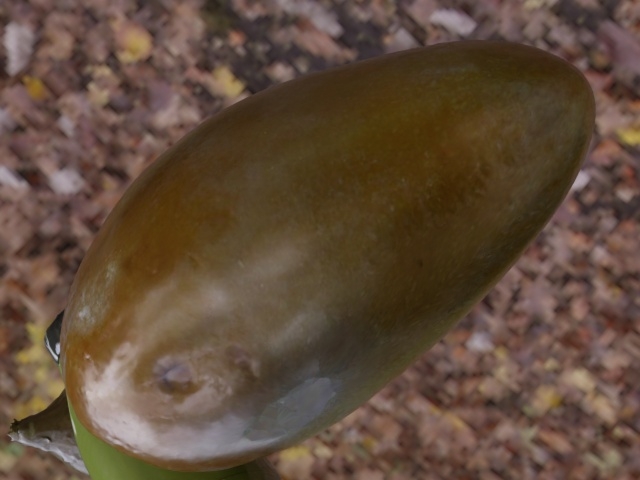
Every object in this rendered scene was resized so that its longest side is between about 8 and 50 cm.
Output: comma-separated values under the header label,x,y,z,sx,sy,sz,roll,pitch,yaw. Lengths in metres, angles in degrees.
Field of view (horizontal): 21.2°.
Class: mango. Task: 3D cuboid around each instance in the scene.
label,x,y,z,sx,sy,sz,roll,pitch,yaw
mango,0.000,0.000,1.070,0.221,0.384,0.199,38,-160,-52

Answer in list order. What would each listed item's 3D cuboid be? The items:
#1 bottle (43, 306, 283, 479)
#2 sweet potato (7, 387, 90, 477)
label,x,y,z,sx,sy,sz,roll,pitch,yaw
bottle,-0.113,0.143,1.209,0.260,0.112,0.112,52,161,33
sweet potato,-0.120,0.147,1.628,0.158,0.370,0.157,41,144,38
